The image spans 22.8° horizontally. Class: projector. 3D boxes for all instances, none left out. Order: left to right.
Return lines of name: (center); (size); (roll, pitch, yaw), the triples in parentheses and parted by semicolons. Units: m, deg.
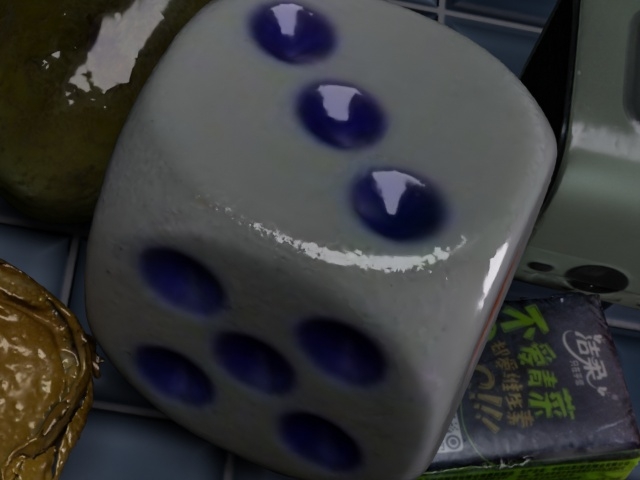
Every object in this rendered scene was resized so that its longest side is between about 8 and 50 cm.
projector: (0.315, -0.081, 1.485); (0.249, 0.248, 0.248); (13, 60, -6)

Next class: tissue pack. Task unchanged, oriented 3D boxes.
tissue pack: (0.157, 0.140, 1.432); (0.235, 0.073, 0.173); (-3, 60, -14)

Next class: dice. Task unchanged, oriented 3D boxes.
dice: (0.000, 0.000, 1.271); (0.304, 0.304, 0.277); (22, 56, 8)

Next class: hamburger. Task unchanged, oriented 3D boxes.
hamburger: (-0.338, 0.135, 1.272); (0.319, 0.158, 0.318); (6, 61, -11)

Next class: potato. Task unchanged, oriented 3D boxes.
potato: (-0.176, -0.176, 1.449); (0.270, 0.219, 0.359); (14, 67, 5)
